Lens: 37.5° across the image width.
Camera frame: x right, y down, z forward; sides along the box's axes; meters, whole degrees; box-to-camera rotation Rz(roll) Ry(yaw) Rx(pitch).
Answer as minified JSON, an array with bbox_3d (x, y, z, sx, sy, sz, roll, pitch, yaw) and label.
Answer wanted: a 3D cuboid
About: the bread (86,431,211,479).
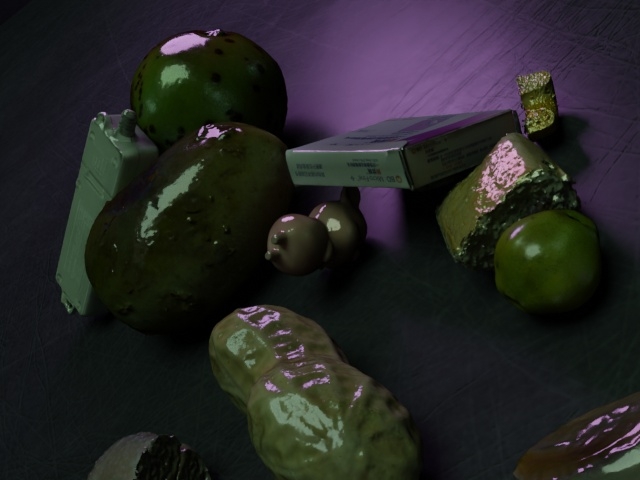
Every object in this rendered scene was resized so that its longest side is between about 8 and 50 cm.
[{"bbox_3d":[-0.217,0.348,0.897,0.183,0.102,0.337,-23,40,36],"label":"bread"}]

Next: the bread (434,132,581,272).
[{"bbox_3d":[0.176,-0.031,0.884,0.125,0.082,0.106,-46,20,19],"label":"bread"}]

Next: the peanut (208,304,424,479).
[{"bbox_3d":[-0.018,0.144,0.857,0.120,0.136,0.298,-56,32,3],"label":"peanut"}]

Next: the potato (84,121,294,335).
[{"bbox_3d":[-0.160,-0.017,1.163,0.307,0.173,0.210,-47,33,5],"label":"potato"}]

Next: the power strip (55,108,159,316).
[{"bbox_3d":[-0.292,-0.037,1.278,0.098,0.058,0.338,46,129,32],"label":"power strip"}]

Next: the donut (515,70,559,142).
[{"bbox_3d":[0.222,-0.136,0.962,0.037,0.067,0.083,-12,10,17],"label":"donut"}]

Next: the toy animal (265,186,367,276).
[{"bbox_3d":[-0.003,-0.006,1.029,0.083,0.089,0.150,-14,7,41],"label":"toy animal"}]

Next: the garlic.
[{"bbox_3d":[0.219,0.150,0.629,0.195,0.087,0.101,-36,21,20],"label":"garlic"}]

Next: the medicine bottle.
[{"bbox_3d":[0.085,-0.093,1.004,0.171,0.052,0.201,-20,16,-33],"label":"medicine bottle"}]

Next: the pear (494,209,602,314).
[{"bbox_3d":[0.194,0.015,0.803,0.097,0.092,0.092,-53,33,-12],"label":"pear"}]

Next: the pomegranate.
[{"bbox_3d":[-0.170,-0.162,1.332,0.231,0.230,0.286,-95,29,-50],"label":"pomegranate"}]
